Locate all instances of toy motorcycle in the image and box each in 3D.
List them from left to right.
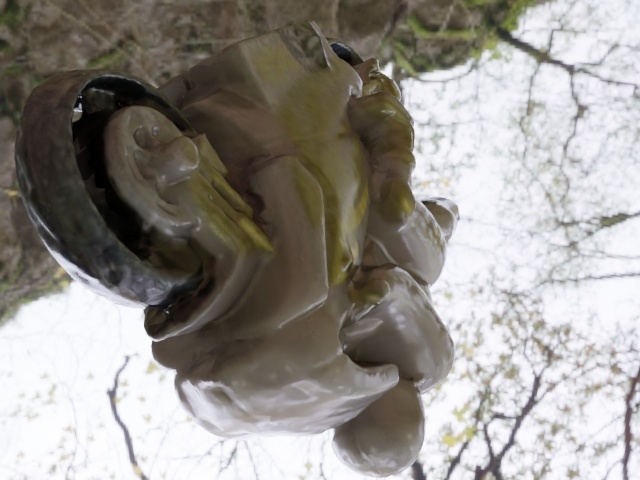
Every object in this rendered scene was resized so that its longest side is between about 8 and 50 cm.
[{"bbox_3d":[0.000,0.000,0.457,0.108,0.223,0.341,-25,-173,26],"label":"toy motorcycle"}]
